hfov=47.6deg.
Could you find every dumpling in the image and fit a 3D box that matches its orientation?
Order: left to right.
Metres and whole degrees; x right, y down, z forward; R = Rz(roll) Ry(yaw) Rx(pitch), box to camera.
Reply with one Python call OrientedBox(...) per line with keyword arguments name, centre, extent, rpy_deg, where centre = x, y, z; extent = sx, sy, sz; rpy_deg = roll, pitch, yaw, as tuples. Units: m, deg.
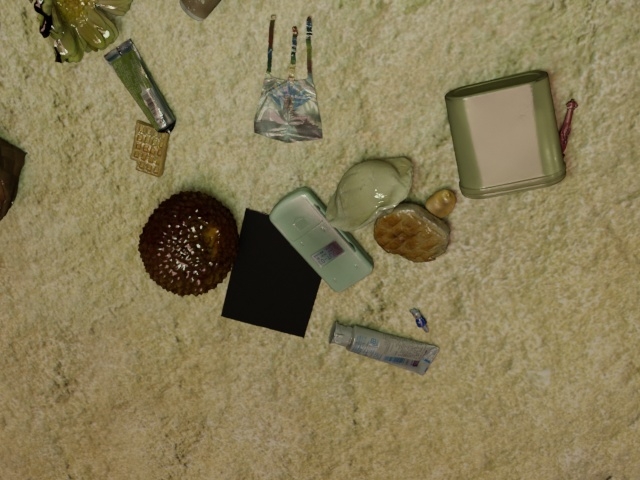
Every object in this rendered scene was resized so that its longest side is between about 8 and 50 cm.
OrientedBox(name="dumpling", centre=(0.112, -0.100, 1.728), extent=(0.252, 0.179, 0.131), rpy_deg=(-24, 133, 21))

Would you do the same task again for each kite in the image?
OrientedBox(name="kite", centre=(-0.084, -0.371, 1.701), extent=(0.170, 0.015, 0.309), rpy_deg=(3, 121, 8))

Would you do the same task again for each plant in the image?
OrientedBox(name="plant", centre=(-0.565, -0.549, 1.534), extent=(0.297, 0.261, 0.305), rpy_deg=(28, 109, -7))

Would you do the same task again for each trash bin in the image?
OrientedBox(name="trash bin", centre=(0.415, -0.237, 1.642), extent=(0.244, 0.121, 0.247), rpy_deg=(-11, 114, 15))

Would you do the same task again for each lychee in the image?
OrientedBox(name="lychee", centre=(-0.341, 0.010, 1.833), extent=(0.268, 0.267, 0.267), rpy_deg=(4, 120, 7))

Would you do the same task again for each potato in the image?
OrientedBox(name="potato", centre=(0.296, -0.091, 1.774), extent=(0.068, 0.062, 0.083), rpy_deg=(7, 159, -24))

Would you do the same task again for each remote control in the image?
OrientedBox(name="remote control", centre=(0.000, 0.000, 1.870), extent=(0.140, 0.056, 0.296), rpy_deg=(-35, 107, 23))

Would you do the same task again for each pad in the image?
OrientedBox(name="pad", centre=(-0.123, 0.098, 1.982), extent=(0.248, 0.007, 0.367), rpy_deg=(16, 120, 0))

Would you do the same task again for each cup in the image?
OrientedBox(name="cup", centre=(-0.268, -0.549, 1.592), extent=(0.102, 0.074, 0.099), rpy_deg=(41, 118, -14))

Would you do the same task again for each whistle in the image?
OrientedBox(name="whistle", centre=(0.270, 0.218, 1.976), extent=(0.033, 0.029, 0.083), rpy_deg=(-7, 120, 55))

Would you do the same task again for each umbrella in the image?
OrientedBox(name="umbrella", centre=(0.561, -0.244, 1.666), extent=(0.027, 0.025, 0.165), rpy_deg=(18, 121, 24))

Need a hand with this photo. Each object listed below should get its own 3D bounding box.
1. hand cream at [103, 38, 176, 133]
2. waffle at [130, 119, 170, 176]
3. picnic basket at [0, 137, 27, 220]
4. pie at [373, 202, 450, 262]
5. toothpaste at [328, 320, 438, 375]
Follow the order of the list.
OrientedBox(name="hand cream", centre=(-0.423, -0.361, 1.746), extent=(0.086, 0.055, 0.235), rpy_deg=(-26, 105, 19))
OrientedBox(name="waffle", centre=(-0.433, -0.230, 1.834), extent=(0.092, 0.021, 0.135), rpy_deg=(18, 120, -3))
OrientedBox(name="picnic basket", centre=(-0.946, -0.145, 1.794), extent=(0.337, 0.337, 0.293), rpy_deg=(32, 119, -10))
OrientedBox(name="pie", centre=(0.223, -0.014, 1.814), extent=(0.195, 0.046, 0.195), rpy_deg=(11, 138, 10))
OrientedBox(name="toothpaste", centre=(0.173, 0.296, 2.019), extent=(0.300, 0.073, 0.114), rpy_deg=(18, 120, -10))
